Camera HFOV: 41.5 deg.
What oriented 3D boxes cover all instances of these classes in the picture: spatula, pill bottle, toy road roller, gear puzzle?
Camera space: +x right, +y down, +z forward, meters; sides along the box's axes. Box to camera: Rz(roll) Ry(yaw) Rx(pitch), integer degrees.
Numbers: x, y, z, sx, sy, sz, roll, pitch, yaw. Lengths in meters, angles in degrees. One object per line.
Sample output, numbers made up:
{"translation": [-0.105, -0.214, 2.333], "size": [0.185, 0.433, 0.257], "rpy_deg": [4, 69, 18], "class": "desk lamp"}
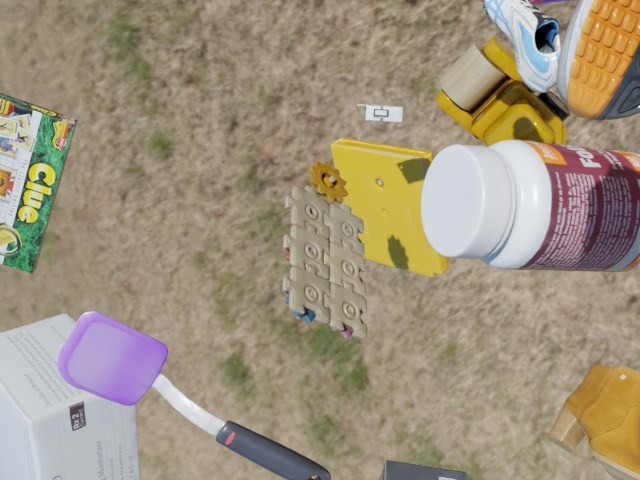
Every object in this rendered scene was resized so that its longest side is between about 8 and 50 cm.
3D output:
{"translation": [-0.117, 0.171, 0.827], "size": [0.296, 0.030, 0.084], "rpy_deg": [33, 104, -6], "class": "spatula"}
{"translation": [0.388, -0.059, 1.470], "size": [0.224, 0.392, 0.224], "rpy_deg": [-178, 90, -64], "class": "pill bottle"}
{"translation": [0.447, -0.305, 2.037], "size": [0.329, 0.240, 0.202], "rpy_deg": [38, 118, -12], "class": "toy road roller"}
{"translation": [0.000, 0.000, 1.415], "size": [0.175, 0.339, 0.044], "rpy_deg": [25, 139, -32], "class": "gear puzzle"}

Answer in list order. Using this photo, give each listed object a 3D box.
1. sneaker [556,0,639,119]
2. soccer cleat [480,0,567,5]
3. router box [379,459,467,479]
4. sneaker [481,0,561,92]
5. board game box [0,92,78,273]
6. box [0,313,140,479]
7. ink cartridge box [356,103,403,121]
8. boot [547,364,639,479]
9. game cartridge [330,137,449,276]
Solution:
{"translation": [0.235, -0.205, 0.603], "size": [0.099, 0.262, 0.121], "rpy_deg": [27, -179, -15], "class": "sneaker"}
{"translation": [0.396, -0.465, 1.534], "size": [0.248, 0.095, 0.083], "rpy_deg": [-1, 101, 14], "class": "soccer cleat"}
{"translation": [0.066, 0.390, 0.731], "size": [0.081, 0.308, 0.243], "rpy_deg": [9, 134, -2], "class": "router box"}
{"translation": [0.319, -0.331, 1.296], "size": [0.086, 0.085, 0.237], "rpy_deg": [-46, 48, 37], "class": "sneaker"}
{"translation": [-0.470, -0.085, 1.287], "size": [0.030, 0.136, 0.259], "rpy_deg": [-100, 30, -68], "class": "board game box"}
{"translation": [-0.294, 0.208, 0.945], "size": [0.182, 0.119, 0.181], "rpy_deg": [30, 128, 44], "class": "box"}
{"translation": [0.108, -0.235, 1.552], "size": [0.048, 0.083, 0.028], "rpy_deg": [-85, -2, -78], "class": "ink cartridge box"}
{"translation": [0.615, 0.365, 1.695], "size": [0.104, 0.211, 0.295], "rpy_deg": [46, 167, -33], "class": "boot"}
{"translation": [0.169, -0.079, 2.030], "size": [0.285, 0.053, 0.323], "rpy_deg": [16, 131, 41], "class": "game cartridge"}
